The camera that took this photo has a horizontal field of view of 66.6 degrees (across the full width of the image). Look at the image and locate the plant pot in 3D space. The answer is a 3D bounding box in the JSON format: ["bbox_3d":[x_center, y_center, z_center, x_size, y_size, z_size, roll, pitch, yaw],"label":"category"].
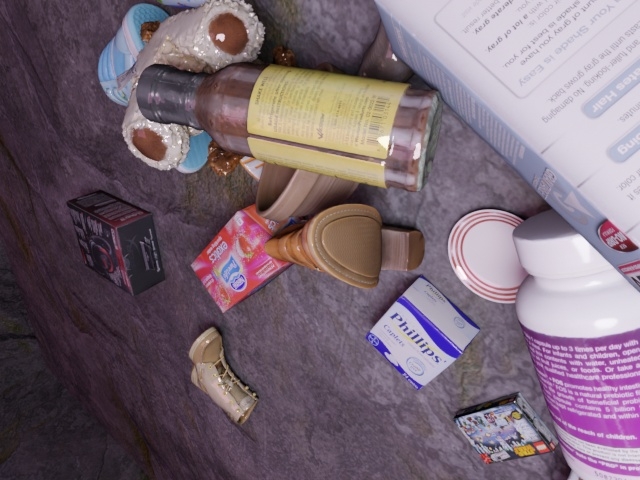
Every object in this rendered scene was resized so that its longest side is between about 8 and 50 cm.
[{"bbox_3d":[0.001,-0.126,0.717,0.110,0.237,0.237,22,141,-19],"label":"plant pot"}]

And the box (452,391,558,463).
[{"bbox_3d":[0.294,0.306,0.787,0.094,0.027,0.137,52,137,6],"label":"box"}]

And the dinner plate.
[{"bbox_3d":[0.245,0.021,0.677,0.141,0.017,0.141,22,127,32],"label":"dinner plate"}]

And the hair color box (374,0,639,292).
[{"bbox_3d":[0.242,-0.138,0.425,0.185,0.113,0.374,-42,71,9],"label":"hair color box"}]

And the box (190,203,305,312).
[{"bbox_3d":[-0.136,0.028,0.962,0.128,0.123,0.257,55,138,2],"label":"box"}]

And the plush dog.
[{"bbox_3d":[-0.159,-0.231,0.752,0.262,0.225,0.210,-49,47,17],"label":"plush dog"}]

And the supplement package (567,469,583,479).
[{"bbox_3d":[0.398,0.382,0.676,0.105,0.105,0.179,16,124,37],"label":"supplement package"}]

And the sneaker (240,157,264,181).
[{"bbox_3d":[-0.143,-0.186,0.888,0.214,0.084,0.083,55,154,7],"label":"sneaker"}]

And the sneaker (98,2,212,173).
[{"bbox_3d":[-0.337,-0.275,0.981,0.208,0.127,0.318,-11,95,44],"label":"sneaker"}]

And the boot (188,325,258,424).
[{"bbox_3d":[-0.251,0.362,1.283,0.203,0.095,0.262,38,136,22],"label":"boot"}]

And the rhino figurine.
[{"bbox_3d":[0.115,-0.256,0.600,0.106,0.073,0.243,39,133,16],"label":"rhino figurine"}]

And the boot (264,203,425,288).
[{"bbox_3d":[0.000,0.000,0.714,0.220,0.283,0.109,4,95,34],"label":"boot"}]

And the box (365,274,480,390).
[{"bbox_3d":[0.161,0.151,0.791,0.126,0.072,0.137,44,135,15],"label":"box"}]

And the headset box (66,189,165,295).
[{"bbox_3d":[-0.563,0.007,1.362,0.293,0.110,0.218,21,126,34],"label":"headset box"}]

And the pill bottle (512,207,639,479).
[{"bbox_3d":[0.321,0.112,0.544,0.169,0.169,0.301,-11,106,46],"label":"pill bottle"}]

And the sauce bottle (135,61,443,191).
[{"bbox_3d":[-0.044,-0.140,0.541,0.345,0.111,0.111,16,125,16],"label":"sauce bottle"}]

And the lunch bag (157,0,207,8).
[{"bbox_3d":[-0.170,-0.443,0.679,0.176,0.090,0.218,24,90,34],"label":"lunch bag"}]
